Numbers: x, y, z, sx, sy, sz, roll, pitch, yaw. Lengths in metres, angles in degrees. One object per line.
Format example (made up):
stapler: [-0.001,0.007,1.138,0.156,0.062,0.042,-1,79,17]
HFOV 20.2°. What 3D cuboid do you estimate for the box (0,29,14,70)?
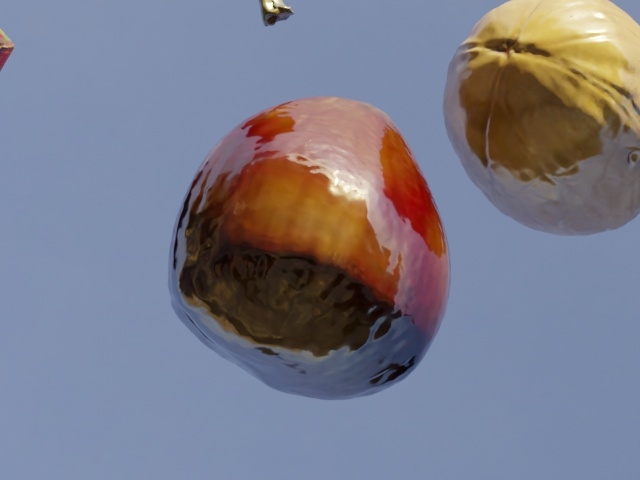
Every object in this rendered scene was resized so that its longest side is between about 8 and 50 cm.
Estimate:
box: [-0.410,-0.178,1.514,0.313,0.089,0.197,46,-69,30]

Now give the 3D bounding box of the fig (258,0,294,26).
fig: [-0.084,-0.284,1.341,0.160,0.143,0.230,-12,-109,21]

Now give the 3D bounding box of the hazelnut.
hazelnut: [0.000,0.000,1.208,0.208,0.208,0.208,-1,-92,19]

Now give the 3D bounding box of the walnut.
walnut: [0.172,-0.091,1.281,0.165,0.197,0.165,-17,-120,31]
